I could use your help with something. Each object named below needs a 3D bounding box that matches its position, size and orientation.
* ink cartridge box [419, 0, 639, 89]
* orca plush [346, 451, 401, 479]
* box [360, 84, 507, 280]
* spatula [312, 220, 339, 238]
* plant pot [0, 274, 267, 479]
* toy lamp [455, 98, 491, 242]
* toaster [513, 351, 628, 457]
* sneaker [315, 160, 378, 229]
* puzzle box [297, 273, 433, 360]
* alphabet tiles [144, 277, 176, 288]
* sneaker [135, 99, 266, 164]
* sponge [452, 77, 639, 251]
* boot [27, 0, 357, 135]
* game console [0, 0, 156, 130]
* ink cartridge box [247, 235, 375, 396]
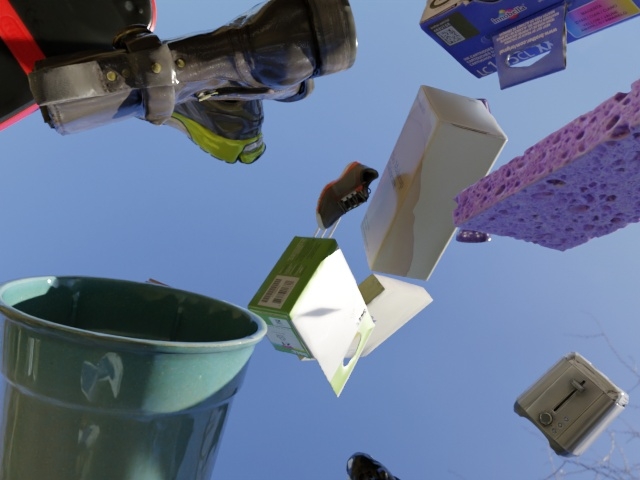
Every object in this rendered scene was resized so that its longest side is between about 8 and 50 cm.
[{"bbox_3d":[0.300,-0.402,0.726,0.270,0.151,0.396,-5,-119,57],"label":"ink cartridge box"},{"bbox_3d":[0.123,0.560,1.201,0.151,0.102,0.287,-4,-157,-2],"label":"orca plush"},{"bbox_3d":[0.184,-0.093,0.957,0.121,0.311,0.148,11,-144,-14],"label":"box"},{"bbox_3d":[0.000,0.000,1.755,0.019,0.242,0.168,24,-162,-19],"label":"spatula"},{"bbox_3d":[-0.268,0.245,0.720,0.340,0.341,0.335,12,-86,21],"label":"plant pot"},{"bbox_3d":[0.302,-0.136,1.067,0.080,0.275,0.080,-3,-169,1],"label":"toy lamp"},{"bbox_3d":[0.448,0.289,0.957,0.146,0.227,0.129,-49,-127,9],"label":"toaster"},{"bbox_3d":[0.050,-0.080,0.950,0.064,0.061,0.158,15,-121,35],"label":"sneaker"},{"bbox_3d":[0.125,0.206,1.411,0.272,0.409,0.052,-42,-115,14],"label":"puzzle box"},{"bbox_3d":[-0.272,0.152,1.191,0.198,0.237,0.009,17,-112,25],"label":"alphabet tiles"},{"bbox_3d":[-0.208,-0.236,0.824,0.299,0.121,0.111,26,-138,4],"label":"sneaker"},{"bbox_3d":[0.201,-0.045,0.370,0.117,0.210,0.031,13,-114,-22],"label":"sponge"},{"bbox_3d":[-0.111,-0.140,0.445,0.228,0.091,0.263,-19,-168,-13],"label":"boot"},{"bbox_3d":[-0.384,-0.321,0.550,0.342,0.387,0.060,-43,-149,-27],"label":"game console"},{"bbox_3d":[-0.006,0.147,1.039,0.096,0.255,0.189,5,-134,34],"label":"ink cartridge box"}]
